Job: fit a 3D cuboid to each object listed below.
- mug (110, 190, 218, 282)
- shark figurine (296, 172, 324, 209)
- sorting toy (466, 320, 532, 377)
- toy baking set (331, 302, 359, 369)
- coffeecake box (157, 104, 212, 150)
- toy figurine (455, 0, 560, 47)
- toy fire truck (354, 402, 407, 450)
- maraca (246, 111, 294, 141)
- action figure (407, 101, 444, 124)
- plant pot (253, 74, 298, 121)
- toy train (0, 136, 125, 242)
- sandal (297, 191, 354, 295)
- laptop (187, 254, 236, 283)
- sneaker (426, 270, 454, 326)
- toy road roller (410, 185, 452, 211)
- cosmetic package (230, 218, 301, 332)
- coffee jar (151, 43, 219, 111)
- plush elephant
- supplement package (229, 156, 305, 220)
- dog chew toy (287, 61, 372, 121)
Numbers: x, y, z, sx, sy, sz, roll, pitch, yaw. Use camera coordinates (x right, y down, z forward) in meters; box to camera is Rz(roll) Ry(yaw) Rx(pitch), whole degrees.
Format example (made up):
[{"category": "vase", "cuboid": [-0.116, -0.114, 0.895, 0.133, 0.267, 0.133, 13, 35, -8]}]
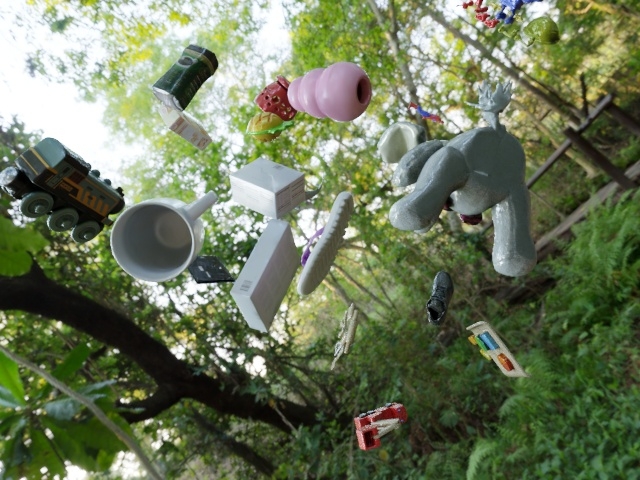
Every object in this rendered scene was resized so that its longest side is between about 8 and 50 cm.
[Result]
[{"category": "mug", "cuboid": [-0.525, -0.051, 1.635, 0.374, 0.276, 0.328, -39, 10, 3]}, {"category": "shark figurine", "cuboid": [-0.079, -0.271, 2.420, 0.279, 0.166, 0.116, -20, -40, -17]}, {"category": "sorting toy", "cuboid": [0.606, 0.396, 1.591, 0.041, 0.229, 0.307, -37, -17, -6]}, {"category": "toy baking set", "cuboid": [0.097, 0.369, 1.716, 0.196, 0.030, 0.256, 123, 162, -70]}, {"category": "coffeecake box", "cuboid": [-0.540, -0.460, 1.794, 0.068, 0.142, 0.185, -43, -33, 10]}, {"category": "toy figurine", "cuboid": [0.650, -0.816, 1.470, 0.191, 0.362, 0.217, -17, -38, -27]}, {"category": "toy fire truck", "cuboid": [0.159, 0.473, 1.157, 0.192, 0.047, 0.135, -10, -8, -27]}, {"category": "maraca", "cuboid": [-0.174, -0.391, 1.549, 0.127, 0.186, 0.099, -44, -50, -36]}, {"category": "action figure", "cuboid": [0.315, -0.374, 1.336, 0.038, 0.115, 0.030, -63, -3, -60]}, {"category": "plant pot", "cuboid": [-0.175, -0.629, 2.019, 0.174, 0.191, 0.191, -47, -13, 14]}, {"category": "toy train", "cuboid": [-0.660, -0.123, 1.186, 0.190, 0.142, 0.334, -45, -23, -7]}, {"category": "sandal", "cuboid": [0.004, 0.008, 1.609, 0.416, 0.102, 0.169, -62, -26, -20]}, {"category": "laptop", "cuboid": [-0.461, 0.175, 1.969, 0.265, 0.234, 0.136, 0, -64, -36]}, {"category": "sneaker", "cuboid": [0.478, 0.224, 1.787, 0.130, 0.087, 0.227, 47, -122, -68]}, {"category": "toy road roller", "cuboid": [0.496, -0.285, 2.030, 0.241, 0.329, 0.202, -8, -43, -28]}, {"category": "cosmetic package", "cuboid": [-0.211, 0.144, 1.851, 0.284, 0.098, 0.377, 75, -148, -49]}, {"category": "coffee jar", "cuboid": [-0.356, -0.438, 1.199, 0.184, 0.096, 0.079, -59, -18, -19]}, {"category": "plush elephant", "cuboid": [0.245, -0.114, 0.863, 0.255, 0.272, 0.329, 157, 127, -75]}, {"category": "supplement package", "cuboid": [-0.229, -0.232, 1.979, 0.204, 0.262, 0.145, -40, -37, -39]}, {"category": "dog chew toy", "cuboid": [0.018, -0.540, 1.649, 0.207, 0.332, 0.206, -17, -68, -51]}]
